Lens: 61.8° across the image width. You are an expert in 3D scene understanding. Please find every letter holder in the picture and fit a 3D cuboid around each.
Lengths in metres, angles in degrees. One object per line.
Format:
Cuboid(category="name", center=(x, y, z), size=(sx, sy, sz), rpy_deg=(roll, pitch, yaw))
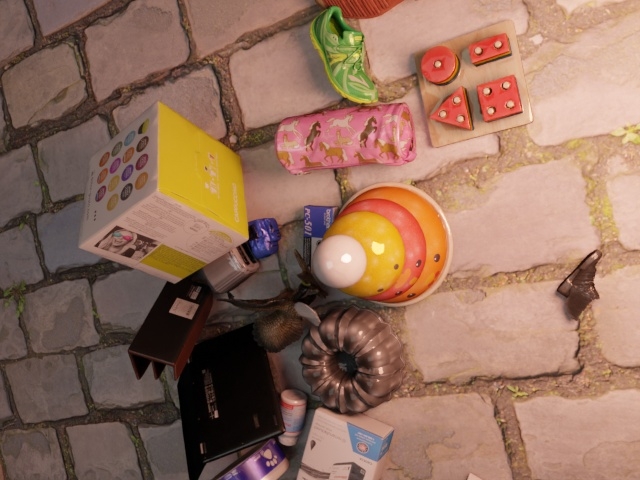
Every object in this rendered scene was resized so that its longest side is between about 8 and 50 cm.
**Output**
Cuboid(category="letter holder", center=(-0.475, 0.305, 1.743), size=(0.152, 0.302, 0.214), rpy_deg=(16, 138, 4))

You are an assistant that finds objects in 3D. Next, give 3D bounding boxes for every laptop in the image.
Cuboid(category="laptop", center=(-0.313, 0.539, 1.745), size=(0.407, 0.236, 0.382), rpy_deg=(-22, 55, 2))

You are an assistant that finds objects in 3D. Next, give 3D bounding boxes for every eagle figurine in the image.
Cuboid(category="eagle figurine", center=(-0.129, 0.203, 1.602), size=(0.298, 0.225, 0.226), rpy_deg=(-31, 75, 5))

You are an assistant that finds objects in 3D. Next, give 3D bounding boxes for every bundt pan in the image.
Cuboid(category="bundt pan", center=(0.078, 0.362, 1.574), size=(0.330, 0.124, 0.331), rpy_deg=(4, 99, 25))

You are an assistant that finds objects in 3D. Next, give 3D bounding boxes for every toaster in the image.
Cuboid(category="toaster", center=(-0.299, 0.066, 1.712), size=(0.146, 0.129, 0.227), rpy_deg=(-34, 80, 23))

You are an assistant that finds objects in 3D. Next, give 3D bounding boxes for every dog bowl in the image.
Cuboid(category="dog bowl", center=(-0.232, 0.746, 1.698), size=(0.265, 0.265, 0.104), rpy_deg=(-40, 78, 25))

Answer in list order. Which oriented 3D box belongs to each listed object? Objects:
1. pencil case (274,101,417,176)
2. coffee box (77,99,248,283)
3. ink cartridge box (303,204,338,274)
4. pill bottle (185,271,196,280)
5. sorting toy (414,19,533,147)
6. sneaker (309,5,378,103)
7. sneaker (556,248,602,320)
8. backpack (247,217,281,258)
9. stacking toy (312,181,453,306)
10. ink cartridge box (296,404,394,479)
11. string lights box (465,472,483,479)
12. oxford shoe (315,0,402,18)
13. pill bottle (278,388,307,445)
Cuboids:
Cuboid(category="pencil case", center=(0.070, -0.276, 1.471), size=(0.386, 0.160, 0.167), rpy_deg=(-3, 125, 25))
Cuboid(category="coffee box", center=(-0.450, -0.127, 1.574), size=(0.334, 0.338, 0.338), rpy_deg=(-29, 52, 25))
Cuboid(category="ink cartridge box", center=(0.000, 0.000, 1.603), size=(0.097, 0.046, 0.207), rpy_deg=(6, 99, 24))
Cuboid(category="pill bottle", center=(-0.458, 0.098, 1.826), size=(0.067, 0.067, 0.120), rpy_deg=(45, 113, 14))
Cuboid(category="sorting toy", center=(0.374, -0.391, 1.344), size=(0.255, 0.089, 0.257), rpy_deg=(-11, 92, 27))
Cuboid(category="sneaker", center=(0.070, -0.502, 1.450), size=(0.123, 0.109, 0.296), rpy_deg=(-38, 79, 51))
Cuboid(category="sneaker", center=(0.649, 0.109, 1.305), size=(0.089, 0.051, 0.170), rpy_deg=(41, 117, 15))
Cuboid(category="backpack", center=(-0.176, -0.008, 1.658), size=(0.101, 0.098, 0.120), rpy_deg=(-15, 90, 23))
Cuboid(category="stacking toy", center=(0.108, 0.037, 1.314), size=(0.350, 0.480, 0.351), rpy_deg=(4, 99, 26))
Cuboid(category="ink cartridge box", center=(0.063, 0.674, 1.594), size=(0.223, 0.129, 0.308), rpy_deg=(17, 94, 22))
Cuboid(category="string lights box", center=(0.421, 0.803, 1.494), size=(0.133, 0.076, 0.260), rpy_deg=(26, 107, 20))
Cuboid(category="oxford shoe", center=(0.165, -0.697, 1.404), size=(0.397, 0.140, 0.147), rpy_deg=(1, 67, 30))
Cuboid(category="pill bottle", center=(-0.093, 0.564, 1.703), size=(0.087, 0.087, 0.160), rpy_deg=(13, 102, 24))
